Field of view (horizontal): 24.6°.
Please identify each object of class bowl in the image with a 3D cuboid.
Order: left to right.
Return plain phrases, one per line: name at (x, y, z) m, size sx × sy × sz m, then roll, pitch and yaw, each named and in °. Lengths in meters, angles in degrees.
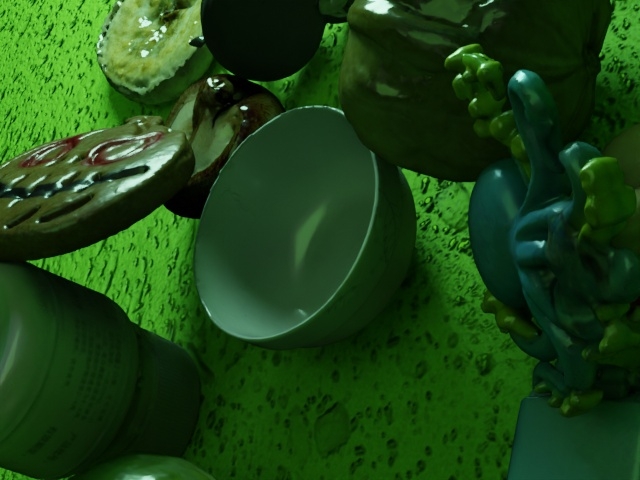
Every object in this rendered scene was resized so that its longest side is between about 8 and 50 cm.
bowl at (0.000, 0.000, 1.694) m, size 0.287 × 0.143 × 0.287 m, roll -20°, pitch 58°, yaw 36°

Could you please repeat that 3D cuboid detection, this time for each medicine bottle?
medicine bottle at (-0.320, 0.175, 1.802) m, size 0.241 × 0.302 × 0.241 m, roll -21°, pitch 56°, yaw 35°

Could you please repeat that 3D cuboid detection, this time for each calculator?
calculator at (0.248, 0.260, 1.395) m, size 0.173 × 0.051 × 0.293 m, roll -2°, pitch 70°, yaw 42°

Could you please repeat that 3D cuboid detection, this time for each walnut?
walnut at (0.161, -0.208, 1.541) m, size 0.276 × 0.282 × 0.253 m, roll 17°, pitch 39°, yaw 13°

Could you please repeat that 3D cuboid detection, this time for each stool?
stool at (-0.055, -0.294, 1.902) m, size 0.139 × 0.228 × 0.153 m, roll -104°, pitch 18°, yaw -66°

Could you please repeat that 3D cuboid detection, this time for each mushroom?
mushroom at (-0.121, -0.115, 1.889) m, size 0.194 × 0.138 × 0.231 m, roll -66°, pitch 29°, yaw 19°

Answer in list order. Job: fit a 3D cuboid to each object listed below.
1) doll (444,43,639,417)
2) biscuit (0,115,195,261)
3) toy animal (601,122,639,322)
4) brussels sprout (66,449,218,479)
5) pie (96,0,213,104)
doll at (0.215, -0.007, 1.350) m, size 0.341 × 0.098 × 0.346 m, roll -145°, pitch 39°, yaw -66°
biscuit at (-0.305, -0.077, 1.800) m, size 0.367 × 0.063 × 0.314 m, roll 0°, pitch 33°, yaw 44°
toy animal at (0.336, -0.021, 1.374) m, size 0.171 × 0.171 × 0.198 m, roll -30°, pitch 48°, yaw 30°
brussels sprout at (-0.188, 0.398, 1.614) m, size 0.344 × 0.268 × 0.344 m, roll 4°, pitch 95°, yaw 49°
pie at (-0.228, -0.319, 2.136) m, size 0.274 × 0.055 × 0.274 m, roll -20°, pitch 57°, yaw 36°
